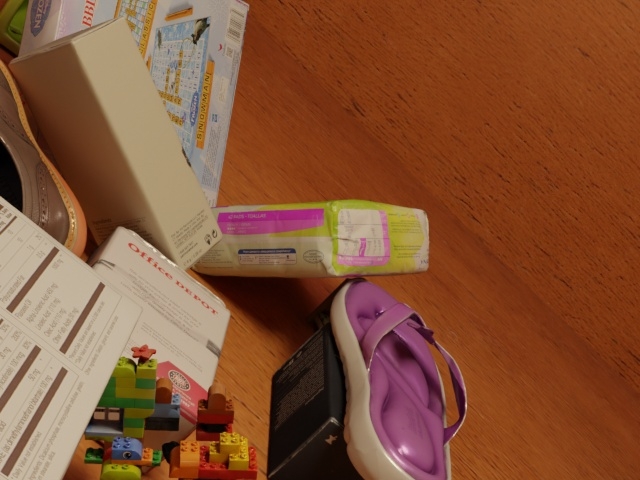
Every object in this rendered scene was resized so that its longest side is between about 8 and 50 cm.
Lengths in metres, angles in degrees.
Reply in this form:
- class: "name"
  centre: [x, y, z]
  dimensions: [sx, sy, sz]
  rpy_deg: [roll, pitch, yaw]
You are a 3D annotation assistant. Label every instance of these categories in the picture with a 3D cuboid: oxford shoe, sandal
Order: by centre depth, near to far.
- class: "oxford shoe"
  centre: [-0.361, -0.126, 0.950]
  dimensions: [0.364, 0.130, 0.133]
  rpy_deg: [49, -4, 12]
- class: "sandal"
  centre: [0.106, 0.150, 1.100]
  dimensions: [0.169, 0.102, 0.416]
  rpy_deg: [38, 19, -18]

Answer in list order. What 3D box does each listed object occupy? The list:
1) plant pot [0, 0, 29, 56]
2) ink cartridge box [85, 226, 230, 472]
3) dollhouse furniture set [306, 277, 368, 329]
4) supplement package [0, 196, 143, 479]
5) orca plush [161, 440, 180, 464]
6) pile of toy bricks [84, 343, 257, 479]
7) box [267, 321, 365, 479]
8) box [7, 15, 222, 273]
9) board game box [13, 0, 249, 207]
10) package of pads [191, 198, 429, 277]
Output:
- class: "plant pot"
  centre: [-0.324, -0.350, 1.441]
  dimensions: [0.228, 0.227, 0.207]
  rpy_deg: [36, 14, -23]
- class: "ink cartridge box"
  centre: [-0.185, 0.099, 0.958]
  dimensions: [0.158, 0.092, 0.218]
  rpy_deg: [40, 20, -13]
- class: "dollhouse furniture set"
  centre: [0.096, 0.165, 1.397]
  dimensions: [0.161, 0.101, 0.182]
  rpy_deg: [26, 25, -43]
- class: "supplement package"
  centre: [-0.246, 0.119, 0.507]
  dimensions: [0.145, 0.262, 0.204]
  rpy_deg: [41, 18, -13]
- class: "orca plush"
  centre: [-0.092, 0.281, 0.754]
  dimensions: [0.102, 0.151, 0.287]
  rpy_deg: [-5, 47, -25]
- class: "pile of toy bricks"
  centre: [-0.156, 0.134, 0.782]
  dimensions: [0.212, 0.105, 0.118]
  rpy_deg: [3, 23, -9]
- class: "box"
  centre: [0.030, 0.220, 1.128]
  dimensions: [0.153, 0.108, 0.207]
  rpy_deg: [39, 19, -16]
- class: "box"
  centre: [-0.221, -0.095, 1.069]
  dimensions: [0.094, 0.113, 0.275]
  rpy_deg: [-45, 121, -49]
- class: "board game box"
  centre: [-0.234, -0.204, 1.227]
  dimensions: [0.065, 0.319, 0.318]
  rpy_deg: [4, -9, 35]
- class: "package of pads"
  centre: [0.000, 0.000, 1.336]
  dimensions: [0.296, 0.229, 0.101]
  rpy_deg: [1, 88, -60]
